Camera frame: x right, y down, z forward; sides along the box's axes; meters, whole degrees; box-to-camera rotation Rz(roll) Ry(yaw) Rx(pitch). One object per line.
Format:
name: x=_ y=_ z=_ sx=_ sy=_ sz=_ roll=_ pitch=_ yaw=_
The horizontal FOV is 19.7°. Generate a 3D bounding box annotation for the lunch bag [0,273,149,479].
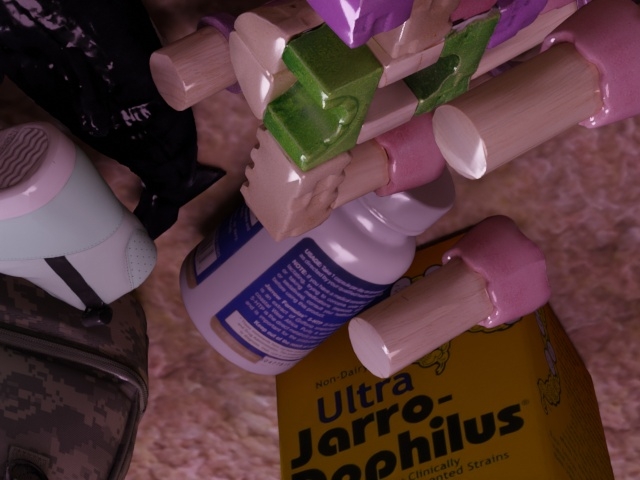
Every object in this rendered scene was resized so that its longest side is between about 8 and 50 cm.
lunch bag: x=-0.260 y=0.181 z=1.328 sx=0.213 sy=0.256 sz=0.305 roll=20 pitch=128 yaw=-21

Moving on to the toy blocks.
toy blocks: x=0.079 y=-0.139 z=1.097 sx=0.260 sy=0.309 sz=0.288 roll=-29 pitch=159 yaw=-26

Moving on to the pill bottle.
pill bottle: x=0.000 y=0.000 z=1.278 sx=0.112 sy=0.112 sz=0.187 roll=31 pitch=124 yaw=-29

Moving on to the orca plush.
orca plush: x=-0.157 y=-0.089 z=1.188 sx=0.151 sy=0.102 sz=0.287 roll=-11 pitch=133 yaw=6

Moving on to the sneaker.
sneaker: x=-0.230 y=0.003 z=1.235 sx=0.256 sy=0.094 sz=0.151 roll=-4 pitch=143 yaw=36

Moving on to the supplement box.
supplement box: x=0.098 y=0.195 z=1.299 sx=0.194 sy=0.356 sz=0.195 roll=-22 pitch=131 yaw=15
